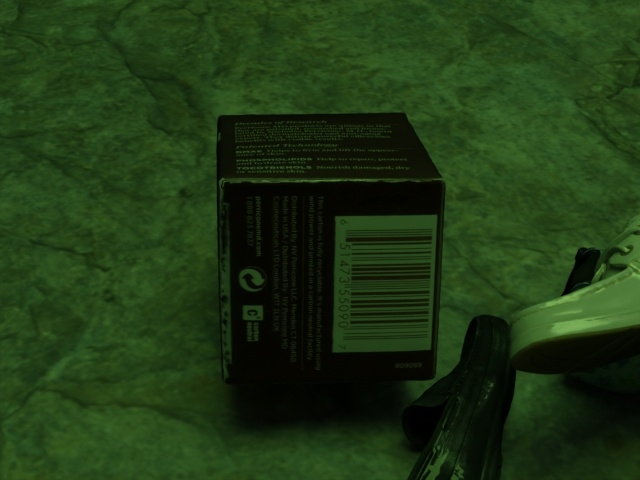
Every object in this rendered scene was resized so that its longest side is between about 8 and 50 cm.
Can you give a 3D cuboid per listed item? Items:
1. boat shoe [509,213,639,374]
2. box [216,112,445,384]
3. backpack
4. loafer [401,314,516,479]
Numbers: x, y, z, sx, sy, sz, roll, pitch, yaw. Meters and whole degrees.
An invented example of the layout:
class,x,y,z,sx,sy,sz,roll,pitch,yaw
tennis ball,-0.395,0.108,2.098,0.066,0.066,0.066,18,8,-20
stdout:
class,x,y,z,sx,sy,sz,roll,pitch,yaw
boat shoe,0.249,0.028,0.937,0.277,0.098,0.096,-12,72,-25
box,0.000,0.000,1.009,0.167,0.168,0.203,-1,19,-5
backpack,0.252,0.074,1.024,0.114,0.105,0.084,16,46,5
loafer,0.102,0.135,0.952,0.078,0.076,0.223,16,42,4
